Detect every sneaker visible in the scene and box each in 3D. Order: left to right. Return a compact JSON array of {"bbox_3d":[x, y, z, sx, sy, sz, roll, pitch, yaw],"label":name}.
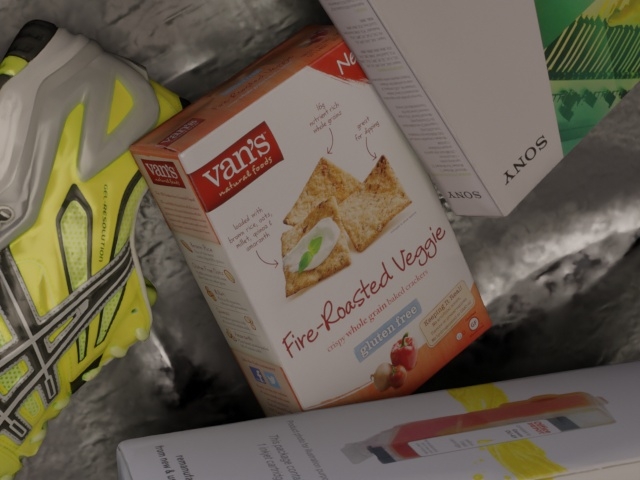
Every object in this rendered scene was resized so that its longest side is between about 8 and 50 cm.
[{"bbox_3d":[-0.186,0.063,1.014,0.147,0.145,0.384,19,99,-12],"label":"sneaker"}]

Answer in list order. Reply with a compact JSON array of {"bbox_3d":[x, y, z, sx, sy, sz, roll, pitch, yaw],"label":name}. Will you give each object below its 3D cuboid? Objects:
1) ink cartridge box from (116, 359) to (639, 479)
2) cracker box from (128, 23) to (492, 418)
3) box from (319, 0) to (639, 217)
[{"bbox_3d":[0.088,0.244,0.977,0.385,0.160,0.279,-8,107,-13],"label":"ink cartridge box"},{"bbox_3d":[0.000,0.000,1.021,0.156,0.067,0.232,-38,116,-25],"label":"cracker box"},{"bbox_3d":[0.093,-0.207,0.987,0.232,0.058,0.322,-44,115,-22],"label":"box"}]
